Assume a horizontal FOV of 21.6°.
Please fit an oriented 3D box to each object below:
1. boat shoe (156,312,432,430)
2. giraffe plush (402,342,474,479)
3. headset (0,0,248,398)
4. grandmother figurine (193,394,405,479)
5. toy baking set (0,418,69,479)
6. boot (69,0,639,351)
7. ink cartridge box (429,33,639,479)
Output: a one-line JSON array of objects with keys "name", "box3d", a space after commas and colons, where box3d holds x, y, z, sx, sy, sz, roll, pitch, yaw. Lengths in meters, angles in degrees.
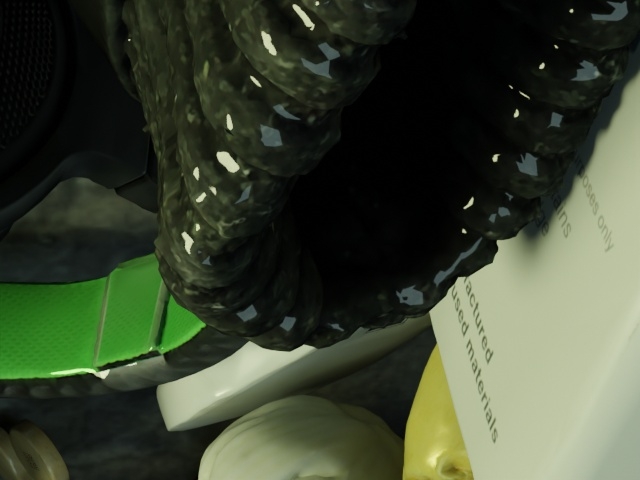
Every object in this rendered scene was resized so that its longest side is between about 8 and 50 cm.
[{"name": "boat shoe", "box3d": [0.000, 0.000, 0.677, 0.096, 0.088, 0.267, -13, 162, -32]}, {"name": "giraffe plush", "box3d": [0.113, 0.117, 0.609, 0.210, 0.170, 0.181, -25, 127, -41]}, {"name": "headset", "box3d": [-0.183, -0.061, 0.545, 0.243, 0.185, 0.394, -17, 148, 37]}, {"name": "grandmother figurine", "box3d": [0.008, 0.176, 0.797, 0.208, 0.104, 0.342, 22, 154, 20]}, {"name": "toy baking set", "box3d": [-0.087, 0.180, 0.804, 0.030, 0.197, 0.256, -34, 142, -28]}, {"name": "boot", "box3d": [-0.034, -0.159, 0.346, 0.131, 0.260, 0.348, -23, 146, -6]}, {"name": "ink cartridge box", "box3d": [0.214, -0.086, 0.404, 0.279, 0.160, 0.384, 5, 135, -16]}]
